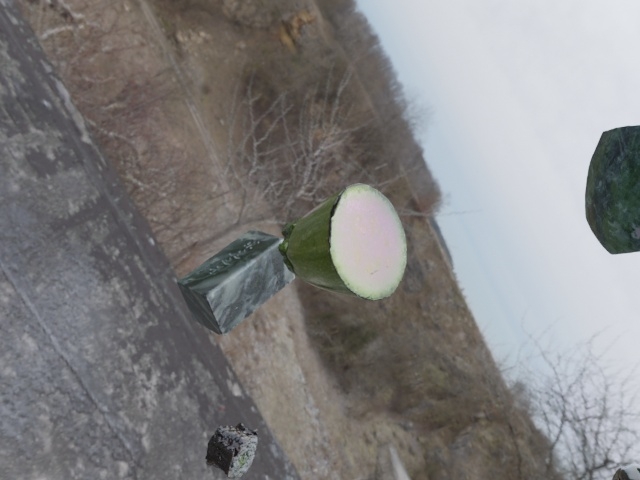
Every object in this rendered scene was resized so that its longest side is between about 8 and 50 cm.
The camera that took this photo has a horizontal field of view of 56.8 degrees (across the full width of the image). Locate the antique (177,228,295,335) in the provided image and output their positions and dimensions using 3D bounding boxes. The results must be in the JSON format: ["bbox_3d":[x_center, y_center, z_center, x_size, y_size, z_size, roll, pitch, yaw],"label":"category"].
[{"bbox_3d":[-0.132,0.062,0.985,0.088,0.183,0.086,17,-45,42],"label":"antique"}]

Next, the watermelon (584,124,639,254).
[{"bbox_3d":[0.643,-0.096,1.025,0.387,0.258,0.229,176,-90,-67],"label":"watermelon"}]

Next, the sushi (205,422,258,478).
[{"bbox_3d":[-0.183,0.442,1.245,0.098,0.084,0.094,13,93,-58],"label":"sushi"}]

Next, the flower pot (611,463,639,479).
[{"bbox_3d":[0.381,0.235,0.430,0.302,0.213,0.302,57,-10,16],"label":"flower pot"}]

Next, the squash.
[{"bbox_3d":[-0.002,0.008,0.556,0.105,0.132,0.105,10,76,-44],"label":"squash"}]
